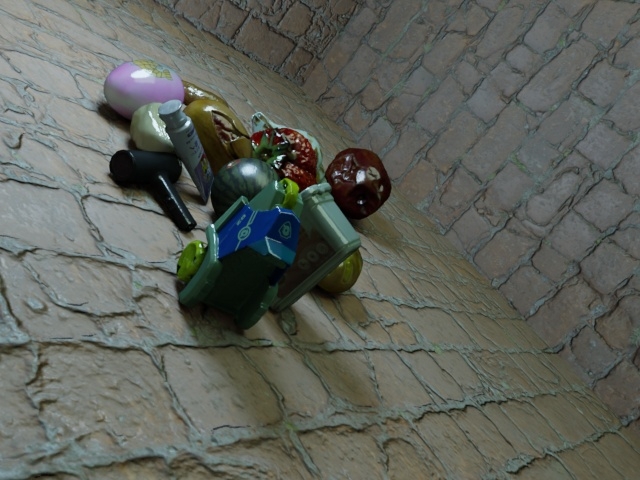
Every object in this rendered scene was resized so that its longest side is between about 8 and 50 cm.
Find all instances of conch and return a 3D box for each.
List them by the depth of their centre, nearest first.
[{"bbox_3d":[-0.113,-0.326,2.385,0.368,0.197,0.249,22,8,-5],"label":"conch"}]

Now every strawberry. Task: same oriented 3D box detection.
[{"bbox_3d":[-0.122,-0.256,2.181,0.238,0.250,0.288,10,3,31],"label":"strawberry"}]

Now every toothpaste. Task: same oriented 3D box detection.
[{"bbox_3d":[-0.351,-0.240,1.725,0.114,0.073,0.299,-86,163,-44],"label":"toothpaste"}]

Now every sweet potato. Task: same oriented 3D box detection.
[{"bbox_3d":[-0.463,-0.541,2.403,0.292,0.097,0.097,31,20,-22],"label":"sweet potato"}]

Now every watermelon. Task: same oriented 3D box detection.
[{"bbox_3d":[-0.202,-0.124,1.760,0.212,0.212,0.212,35,19,-14],"label":"watermelon"}]

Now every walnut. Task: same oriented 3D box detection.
[{"bbox_3d":[-0.317,-0.303,1.984,0.298,0.203,0.203,53,15,-16],"label":"walnut"}]

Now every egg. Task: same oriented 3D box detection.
[{"bbox_3d":[-0.526,-0.441,1.896,0.196,0.196,0.271,40,29,0],"label":"egg"}]

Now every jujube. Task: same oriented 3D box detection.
[{"bbox_3d":[0.151,-0.242,2.639,0.276,0.276,0.377,32,21,-23],"label":"jujube"}]

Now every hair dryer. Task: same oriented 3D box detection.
[{"bbox_3d":[-0.393,-0.126,1.603,0.251,0.089,0.197,51,20,14],"label":"hair dryer"}]

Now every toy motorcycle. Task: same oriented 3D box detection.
[{"bbox_3d":[-0.142,0.030,1.327,0.191,0.326,0.200,28,24,-31],"label":"toy motorcycle"}]

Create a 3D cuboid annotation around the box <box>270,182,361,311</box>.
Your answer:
[{"bbox_3d":[-0.055,0.025,1.560,0.182,0.312,0.175,50,20,7],"label":"box"}]

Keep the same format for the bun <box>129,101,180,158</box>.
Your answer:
[{"bbox_3d":[-0.452,-0.288,1.792,0.178,0.128,0.193,23,36,-44],"label":"bun"}]

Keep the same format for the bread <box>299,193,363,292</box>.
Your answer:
[{"bbox_3d":[0.000,0.000,1.871,0.333,0.160,0.333,47,12,-13],"label":"bread"}]
